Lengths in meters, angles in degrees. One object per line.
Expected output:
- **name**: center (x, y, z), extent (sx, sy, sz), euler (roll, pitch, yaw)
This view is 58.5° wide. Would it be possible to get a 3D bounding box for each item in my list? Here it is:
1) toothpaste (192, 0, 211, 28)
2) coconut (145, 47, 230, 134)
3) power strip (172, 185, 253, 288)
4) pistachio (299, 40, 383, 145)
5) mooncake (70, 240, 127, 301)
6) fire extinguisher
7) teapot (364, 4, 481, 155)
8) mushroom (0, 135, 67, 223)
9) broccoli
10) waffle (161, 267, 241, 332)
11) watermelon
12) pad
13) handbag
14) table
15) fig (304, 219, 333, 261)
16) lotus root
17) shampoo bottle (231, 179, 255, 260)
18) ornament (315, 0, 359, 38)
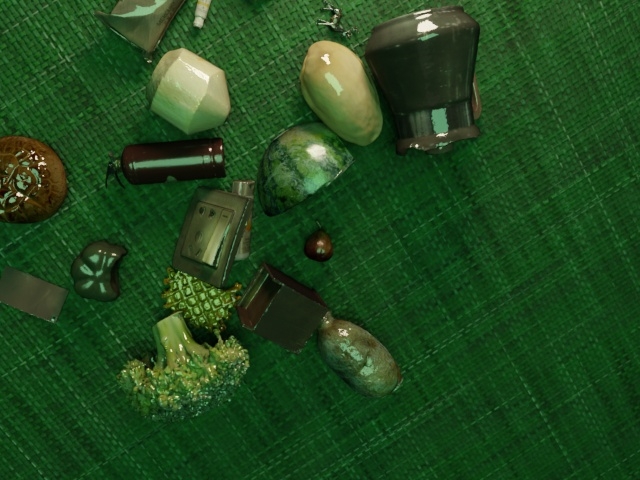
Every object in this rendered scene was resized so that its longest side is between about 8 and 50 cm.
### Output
- **toothpaste**: center (-0.309, -0.674, 1.553), extent (0.048, 0.031, 0.190), euler (16, 96, -7)
- **coconut**: center (-0.339, -0.387, 1.519), extent (0.222, 0.202, 0.202), euler (33, 95, -10)
- **power strip**: center (-0.290, -0.011, 1.588), extent (0.092, 0.251, 0.256), euler (21, 88, -41)
- **pistachio**: center (0.060, -0.406, 1.573), extent (0.187, 0.187, 0.299), euler (-42, 112, 2)
- **mooncake**: center (-0.621, 0.091, 1.626), extent (0.168, 0.104, 0.175), euler (-23, 106, -8)
- **fire extinguisher**: center (-0.435, -0.209, 1.587), extent (0.337, 0.114, 0.135), euler (-5, 129, -7)
- **teapot**: center (0.313, -0.426, 1.564), extent (0.376, 0.306, 0.361), euler (-24, 108, -42)
- **mushroom**: center (-0.812, -0.161, 1.530), extent (0.253, 0.153, 0.253), euler (0, 91, -10)
- **broccoli**: center (-0.391, 0.380, 1.612), extent (0.277, 0.317, 0.338), euler (-19, 141, -43)
- **waffle**: center (-0.354, 0.157, 1.699), extent (0.232, 0.051, 0.228), euler (18, 101, -10)
- **watermelon**: center (-0.063, -0.189, 1.630), extent (0.305, 0.180, 0.224), euler (-37, 59, 4)
- **pad**: center (-0.839, 0.157, 1.658), extent (0.188, 0.006, 0.113), euler (24, 98, -10)
- **handbag**: center (-0.456, -0.632, 1.498), extent (0.183, 0.117, 0.270), euler (32, 95, -26)
- **table**: center (-0.118, 0.193, 1.664), extent (0.193, 0.172, 0.169), euler (31, 95, -22)
- **fig**: center (0.000, 0.000, 1.706), extent (0.089, 0.089, 0.125), euler (12, 76, -10)
- **lotus root**: center (0.105, 0.353, 1.736), extent (0.349, 0.175, 0.175), euler (42, 93, -10)
- **shampoo bottle**: center (-0.230, -0.060, 1.654), extent (0.056, 0.086, 0.227), euler (10, 100, 19)
- **ornament**: center (0.054, -0.617, 1.612), extent (0.125, 0.028, 0.073), euler (20, 98, -9)
